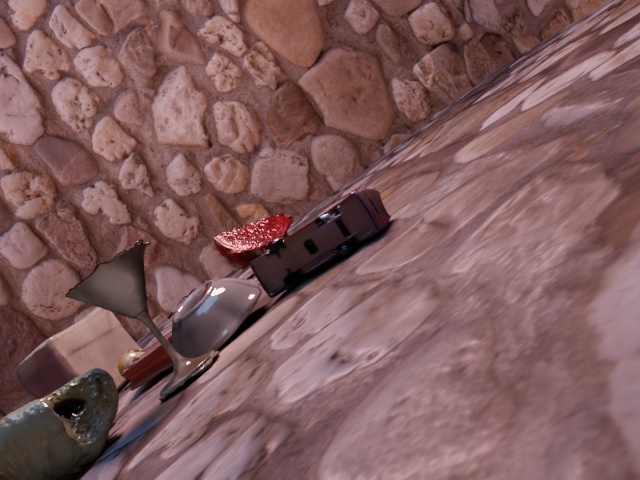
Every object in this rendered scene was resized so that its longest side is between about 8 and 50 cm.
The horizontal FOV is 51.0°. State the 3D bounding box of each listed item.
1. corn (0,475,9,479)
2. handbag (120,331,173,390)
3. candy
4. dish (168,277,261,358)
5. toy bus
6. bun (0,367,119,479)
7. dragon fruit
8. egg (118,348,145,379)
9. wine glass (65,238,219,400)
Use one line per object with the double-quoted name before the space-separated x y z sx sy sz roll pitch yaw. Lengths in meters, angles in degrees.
"corn" -0.508 0.370 1.213 0.310 0.101 0.101 -38 5 1
"handbag" -0.335 0.243 1.429 0.157 0.059 0.212 -36 4 -3
"candy" -0.596 0.313 1.714 0.145 0.208 0.358 -37 6 9
"dish" -0.215 0.134 1.249 0.229 0.081 0.229 -39 16 13
"toy bus" 0.000 0.001 1.203 0.274 0.090 0.112 -32 -2 32
"bun" -0.396 0.291 1.024 0.212 0.126 0.204 -31 1 -34
"dragon fruit" -0.190 0.032 2.125 0.274 0.126 0.161 -20 -39 -18
"egg" -0.453 0.303 1.624 0.083 0.071 0.071 -51 -3 32
"wine glass" -0.281 0.132 1.088 0.156 0.232 0.156 -37 4 3
